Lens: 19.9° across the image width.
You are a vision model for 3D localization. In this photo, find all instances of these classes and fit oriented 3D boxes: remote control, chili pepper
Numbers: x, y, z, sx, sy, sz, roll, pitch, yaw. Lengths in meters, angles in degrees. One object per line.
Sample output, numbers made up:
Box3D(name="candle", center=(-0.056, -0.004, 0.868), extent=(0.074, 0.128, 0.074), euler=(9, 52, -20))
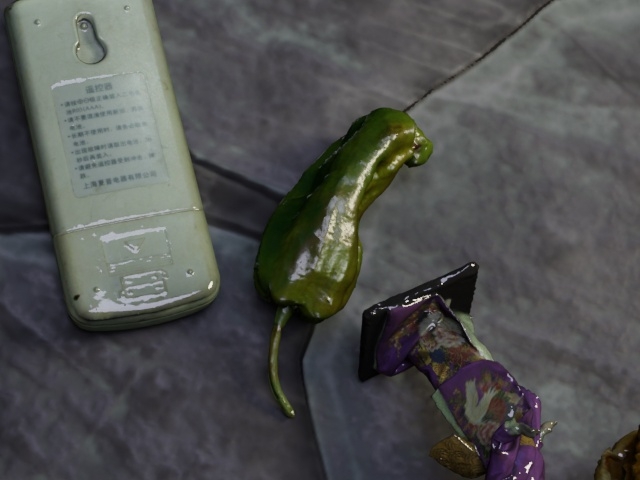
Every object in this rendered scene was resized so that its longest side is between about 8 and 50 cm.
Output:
Box3D(name="remote control", center=(-0.134, -0.056, 1.162), extent=(0.098, 0.038, 0.233), euler=(-11, 71, -13))
Box3D(name="chili pepper", center=(0.002, 0.000, 1.143), extent=(0.073, 0.072, 0.204), euler=(28, 68, 0))

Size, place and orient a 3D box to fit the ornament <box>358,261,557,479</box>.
Box3D(name="ornament", center=(0.103, 0.111, 1.076), extent=(0.088, 0.081, 0.203), euler=(-22, 52, -14))

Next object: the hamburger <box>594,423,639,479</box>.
Box3D(name="hamburger", center=(0.256, 0.194, 1.057), extent=(0.206, 0.130, 0.183), euler=(27, 50, -24))
